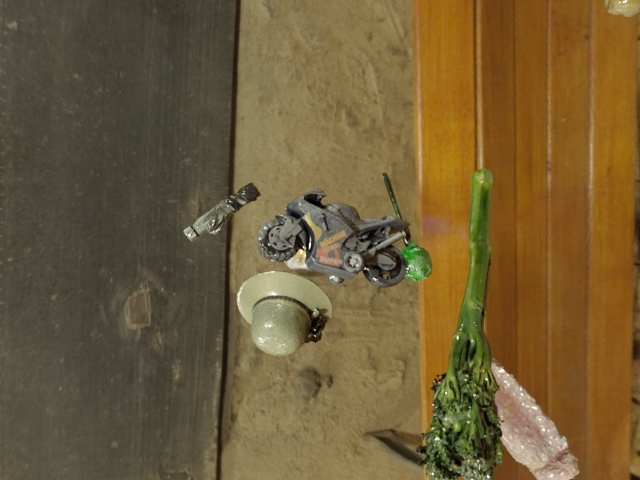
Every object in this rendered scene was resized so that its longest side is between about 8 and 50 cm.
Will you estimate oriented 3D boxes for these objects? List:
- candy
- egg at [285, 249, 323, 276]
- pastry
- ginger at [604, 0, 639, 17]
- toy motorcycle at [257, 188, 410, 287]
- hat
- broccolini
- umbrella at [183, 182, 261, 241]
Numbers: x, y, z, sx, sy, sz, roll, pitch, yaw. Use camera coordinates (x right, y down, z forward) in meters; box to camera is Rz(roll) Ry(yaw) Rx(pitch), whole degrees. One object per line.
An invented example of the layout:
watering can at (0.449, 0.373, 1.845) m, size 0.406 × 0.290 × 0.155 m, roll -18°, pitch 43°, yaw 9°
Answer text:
candy at (0.228, -0.043, 1.318) m, size 0.097 × 0.097 × 0.324 m, roll -13°, pitch 78°, yaw -18°
egg at (0.000, 0.000, 1.292) m, size 0.217 × 0.183 × 0.183 m, roll -22°, pitch 105°, yaw -54°
pastry at (0.368, 0.333, 0.913) m, size 0.102 × 0.112 × 0.265 m, roll -39°, pitch 64°, yaw 7°
ginger at (0.276, -0.287, 0.270) m, size 0.166 × 0.080 × 0.333 m, roll 12°, pitch 109°, yaw -27°
toy motorcycle at (0.033, -0.010, 0.932) m, size 0.307 × 0.108 × 0.173 m, roll 14°, pitch 67°, yaw -14°
hat at (-0.102, 0.211, 1.182) m, size 0.257 × 0.130 × 0.257 m, roll 6°, pitch 132°, yaw 7°
broccolini at (0.112, 0.047, 0.341) m, size 0.051 × 0.054 × 0.239 m, roll 10°, pitch 62°, yaw 14°
umbrella at (-0.215, -0.060, 1.048) m, size 0.188 × 0.046 × 0.050 m, roll -35°, pitch 70°, yaw -3°
